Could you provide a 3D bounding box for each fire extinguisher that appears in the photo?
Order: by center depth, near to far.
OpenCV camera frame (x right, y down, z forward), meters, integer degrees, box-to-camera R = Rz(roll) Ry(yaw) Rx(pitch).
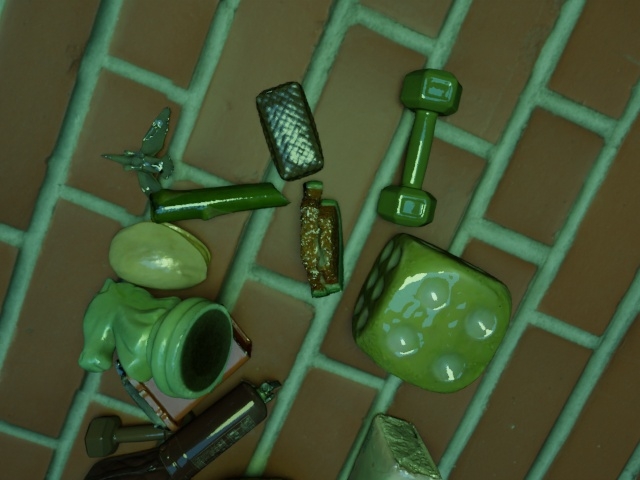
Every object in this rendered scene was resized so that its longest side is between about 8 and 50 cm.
[{"bbox_3d":[-0.198,0.381,0.909,0.268,0.104,0.105,-36,99,-17],"label":"fire extinguisher"}]

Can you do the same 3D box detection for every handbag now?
[{"bbox_3d":[-0.406,0.553,0.947,0.224,0.146,0.136,-10,104,-1],"label":"handbag"}]

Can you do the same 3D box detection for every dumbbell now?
[{"bbox_3d":[0.196,-0.178,0.858,0.121,0.108,0.302,9,99,-2],"label":"dumbbell"},{"bbox_3d":[-0.399,0.430,0.957,0.230,0.092,0.082,-3,71,-2],"label":"dumbbell"}]

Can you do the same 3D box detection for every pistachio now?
[{"bbox_3d":[-0.328,0.033,0.872,0.200,0.117,0.145,11,119,0],"label":"pistachio"}]

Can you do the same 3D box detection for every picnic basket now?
[{"bbox_3d":[-0.061,-0.221,0.873,0.110,0.055,0.194,-18,98,2],"label":"picnic basket"}]

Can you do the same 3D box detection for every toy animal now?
[{"bbox_3d":[-0.363,-0.163,0.852,0.155,0.095,0.219,7,97,-12],"label":"toy animal"}]

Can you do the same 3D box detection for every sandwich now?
[{"bbox_3d":[0.005,-0.006,0.866,0.079,0.159,0.235,-4,80,4],"label":"sandwich"}]

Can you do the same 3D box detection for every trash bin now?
[{"bbox_3d":[-0.277,0.246,0.900,0.238,0.161,0.185,-38,98,-3],"label":"trash bin"}]

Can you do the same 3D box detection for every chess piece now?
[{"bbox_3d":[-0.323,0.170,0.782,0.297,0.175,0.176,8,100,23],"label":"chess piece"}]

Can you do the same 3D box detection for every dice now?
[{"bbox_3d":[0.210,0.137,0.854,0.233,0.227,0.239,25,99,-3],"label":"dice"}]

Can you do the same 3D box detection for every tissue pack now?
[{"bbox_3d":[0.138,0.552,0.932,0.124,0.201,0.271,19,99,-12],"label":"tissue pack"}]

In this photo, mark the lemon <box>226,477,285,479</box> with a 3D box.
[{"bbox_3d":[-0.147,0.676,0.878,0.349,0.387,0.350,14,119,27],"label":"lemon"}]

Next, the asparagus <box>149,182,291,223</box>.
[{"bbox_3d":[-0.200,-0.081,0.863,0.277,0.067,0.060,-10,143,-16],"label":"asparagus"}]
